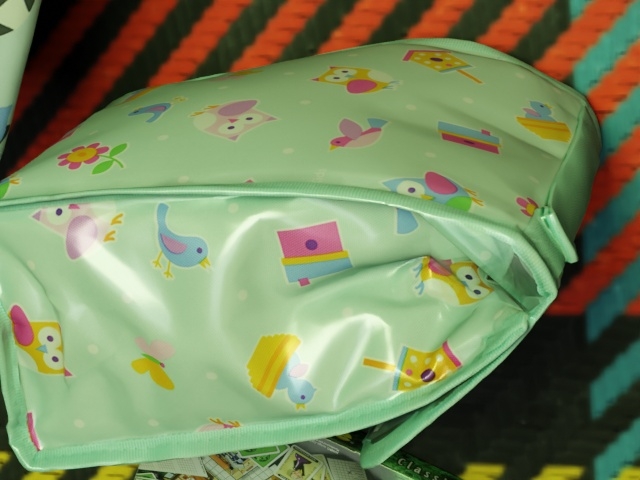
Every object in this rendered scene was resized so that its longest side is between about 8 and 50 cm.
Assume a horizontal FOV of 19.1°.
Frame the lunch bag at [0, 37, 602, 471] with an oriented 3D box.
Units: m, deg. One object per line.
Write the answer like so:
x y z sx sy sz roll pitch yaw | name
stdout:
0.000 0.000 0.891 0.262 0.223 0.160 -7 107 17 | lunch bag

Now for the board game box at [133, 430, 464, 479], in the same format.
0.019 0.175 1.035 0.260 0.030 0.136 25 108 10 | board game box

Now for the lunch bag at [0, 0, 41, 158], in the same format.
-0.304 -0.216 0.864 0.386 0.239 0.327 12 119 -12 | lunch bag
